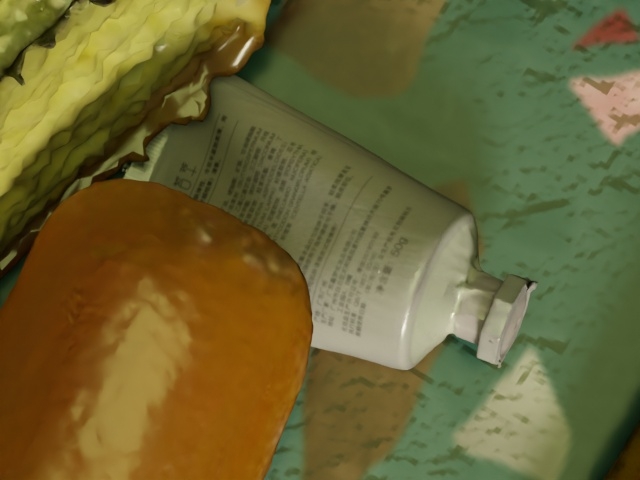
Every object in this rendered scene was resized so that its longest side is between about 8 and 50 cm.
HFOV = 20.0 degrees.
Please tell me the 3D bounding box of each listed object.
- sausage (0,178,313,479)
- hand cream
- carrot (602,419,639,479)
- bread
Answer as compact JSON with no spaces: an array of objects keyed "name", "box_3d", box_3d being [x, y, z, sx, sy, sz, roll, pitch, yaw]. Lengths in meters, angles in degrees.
[{"name":"sausage","box_3d":[-0.077,0.099,0.548,0.098,0.098,0.238,23,93,2]},{"name":"hand cream","box_3d":[0.000,0.000,0.587,0.142,0.053,0.084,22,86,18]},{"name":"carrot","box_3d":[0.123,0.052,0.582,0.042,0.042,0.170,33,89,3]},{"name":"bread","box_3d":[-0.138,-0.045,0.546,0.134,0.129,0.260,41,89,14]}]
